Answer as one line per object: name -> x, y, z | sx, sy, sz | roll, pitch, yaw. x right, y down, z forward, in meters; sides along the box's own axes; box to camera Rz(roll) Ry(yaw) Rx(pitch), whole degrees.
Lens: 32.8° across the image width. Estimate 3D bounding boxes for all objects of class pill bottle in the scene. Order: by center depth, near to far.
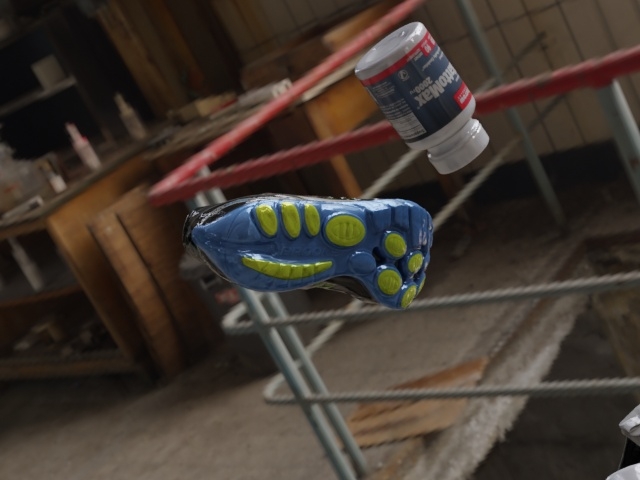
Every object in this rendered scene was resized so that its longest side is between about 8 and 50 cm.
pill bottle -> 0.136, -0.180, 1.406 | 0.108, 0.180, 0.108 | -35, 18, 13

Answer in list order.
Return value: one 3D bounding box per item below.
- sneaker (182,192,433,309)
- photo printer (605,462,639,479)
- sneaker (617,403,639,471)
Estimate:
sneaker -> 0.000, 0.000, 0.636 | 0.078, 0.067, 0.188 | 16, 7, 44
photo printer -> 0.264, 0.343, 0.727 | 0.107, 0.256, 0.307 | -9, 35, 1
sneaker -> 0.371, 0.281, 1.205 | 0.115, 0.281, 0.105 | -19, 25, -16
